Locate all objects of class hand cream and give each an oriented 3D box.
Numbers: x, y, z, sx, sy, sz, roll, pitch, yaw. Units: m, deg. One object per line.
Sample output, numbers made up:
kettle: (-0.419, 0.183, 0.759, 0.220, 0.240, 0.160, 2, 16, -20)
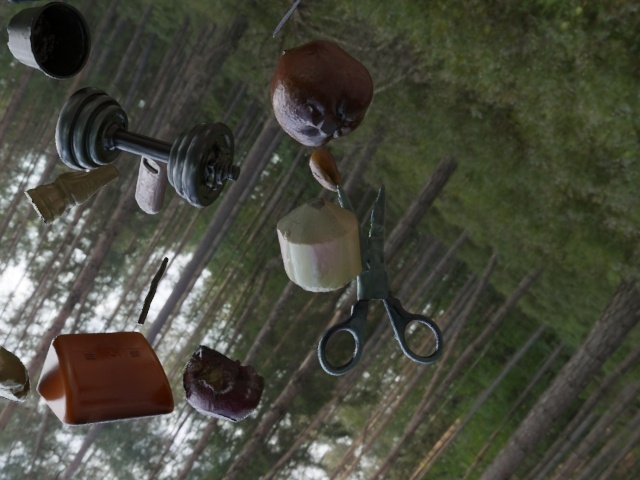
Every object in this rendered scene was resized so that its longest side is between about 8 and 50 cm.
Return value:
hand cream: (-0.048, -0.695, 1.882, 0.050, 0.275, 0.079, 48, -154, 8)

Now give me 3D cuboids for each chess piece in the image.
chess piece: (-0.842, -0.181, 2.271, 0.137, 0.300, 0.137, 47, 158, 26)

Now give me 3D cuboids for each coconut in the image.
coconut: (0.000, 0.000, 1.164, 0.147, 0.153, 0.147, -9, -153, 5)

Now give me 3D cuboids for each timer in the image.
timer: (-0.499, 0.337, 1.560, 0.257, 0.161, 0.250, 4, -158, -38)

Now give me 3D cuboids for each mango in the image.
mango: (0.019, -0.224, 2.186, 0.105, 0.084, 0.160, 44, -155, -70)

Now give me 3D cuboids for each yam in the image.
yam: (-0.494, 0.147, 1.954, 0.027, 0.029, 0.234, 11, -124, 5)

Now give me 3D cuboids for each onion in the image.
onion: (-0.220, 0.345, 1.544, 0.195, 0.140, 0.218, 15, 159, 16)

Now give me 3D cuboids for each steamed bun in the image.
steamed bun: (-0.745, 0.279, 1.493, 0.231, 0.212, 0.111, 26, -121, -27)

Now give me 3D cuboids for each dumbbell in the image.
dumbbell: (-0.350, -0.189, 1.338, 0.405, 0.179, 0.179, 18, -165, 11)

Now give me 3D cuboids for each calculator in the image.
calculator: (-0.445, -0.155, 1.754, 0.100, 0.175, 0.032, 35, -149, 30)

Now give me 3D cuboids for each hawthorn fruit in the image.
hawthorn fruit: (0.001, -0.415, 1.862, 0.295, 0.295, 0.311, 27, -142, -22)

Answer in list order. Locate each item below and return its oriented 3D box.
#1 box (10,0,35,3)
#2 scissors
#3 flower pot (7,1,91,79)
box: (-0.476, -0.622, 1.369, 0.336, 0.106, 0.264, -7, -122, -2)
scissors: (0.101, 0.071, 1.337, 0.255, 0.384, 0.029, -8, 177, -5)
flower pot: (-0.583, -0.426, 1.404, 0.106, 0.158, 0.157, 13, -172, 24)
